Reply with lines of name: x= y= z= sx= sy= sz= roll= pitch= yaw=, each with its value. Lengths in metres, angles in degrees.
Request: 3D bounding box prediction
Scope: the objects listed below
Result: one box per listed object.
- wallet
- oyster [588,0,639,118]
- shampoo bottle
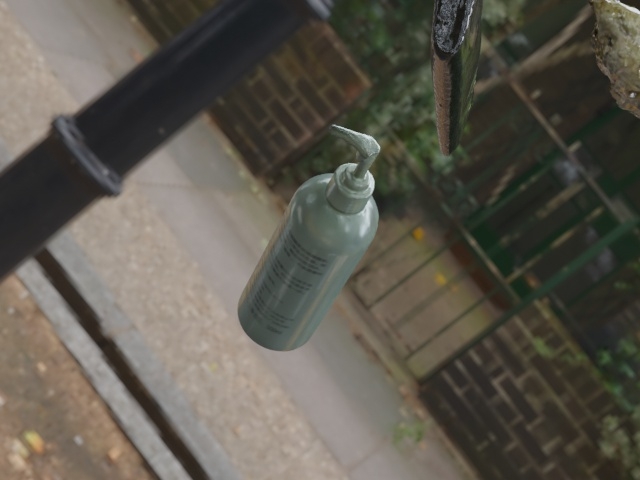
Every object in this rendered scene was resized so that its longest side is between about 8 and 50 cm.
wallet: x=0.136 y=-0.202 z=1.339 sx=0.321 sy=0.044 sz=0.170 roll=60 pitch=35 yaw=-75
oyster: x=0.279 y=-0.118 z=1.139 sx=0.133 sy=0.072 sz=0.209 roll=44 pitch=-5 yaw=27
shampoo bottle: x=0.000 y=0.000 z=0.830 sx=0.056 sy=0.056 sz=0.195 roll=54 pitch=-33 yaw=16
